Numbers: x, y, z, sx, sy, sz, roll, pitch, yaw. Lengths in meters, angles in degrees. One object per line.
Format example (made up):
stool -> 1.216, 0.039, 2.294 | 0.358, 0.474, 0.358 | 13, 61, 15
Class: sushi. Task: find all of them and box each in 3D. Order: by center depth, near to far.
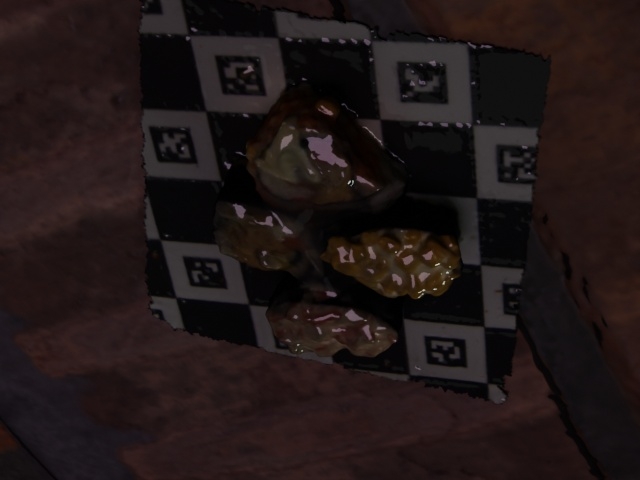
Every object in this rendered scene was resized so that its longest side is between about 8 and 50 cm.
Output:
sushi -> 0.000, 0.000, 0.560 | 0.193, 0.040, 0.210 | 11, 133, 10
